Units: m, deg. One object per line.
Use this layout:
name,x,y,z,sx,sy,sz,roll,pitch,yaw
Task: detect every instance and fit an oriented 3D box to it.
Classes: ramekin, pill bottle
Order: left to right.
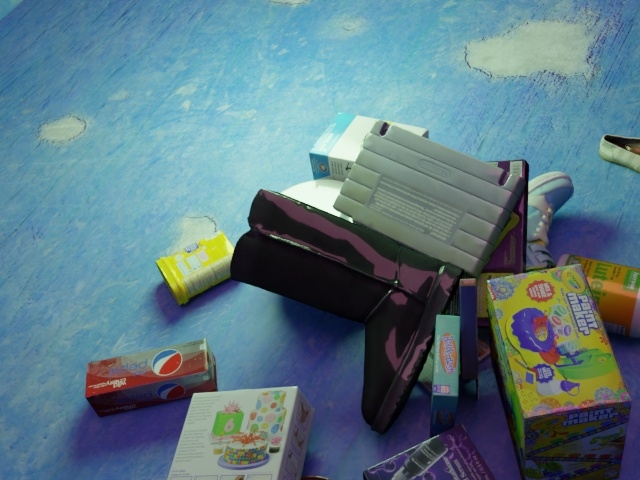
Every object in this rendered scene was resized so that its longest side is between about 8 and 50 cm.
ramekin,0.000,0.000,2.015,0.273,0.127,0.272,-7,48,8
pill bottle,0.588,0.115,1.775,0.246,0.136,0.136,12,54,22

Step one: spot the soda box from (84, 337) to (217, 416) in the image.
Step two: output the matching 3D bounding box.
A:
soda box,-0.353,0.288,1.875,0.263,0.083,0.092,-12,48,3

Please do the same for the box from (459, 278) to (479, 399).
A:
box,0.285,0.192,1.718,0.037,0.136,0.225,-2,80,8

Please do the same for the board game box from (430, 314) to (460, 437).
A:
board game box,0.232,0.258,1.670,0.047,0.210,0.160,3,58,7

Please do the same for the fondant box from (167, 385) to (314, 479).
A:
fondant box,-0.160,0.440,1.659,0.238,0.096,0.330,-8,48,25

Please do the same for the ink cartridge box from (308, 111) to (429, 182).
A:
ink cartridge box,0.122,-0.169,2.095,0.233,0.171,0.168,14,48,24

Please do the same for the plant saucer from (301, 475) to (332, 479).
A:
plant saucer,-0.023,0.527,1.626,0.199,0.036,0.198,-7,49,8

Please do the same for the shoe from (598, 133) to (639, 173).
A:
shoe,0.748,-0.194,2.059,0.219,0.058,0.076,20,57,27

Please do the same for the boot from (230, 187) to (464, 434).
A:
boot,0.010,0.130,1.787,0.445,0.146,0.367,23,79,14

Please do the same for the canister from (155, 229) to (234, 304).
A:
canister,-0.277,0.060,2.063,0.170,0.073,0.126,-28,50,-13

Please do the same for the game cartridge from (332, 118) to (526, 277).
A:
game cartridge,0.218,-0.089,1.861,0.355,0.068,0.230,27,95,28

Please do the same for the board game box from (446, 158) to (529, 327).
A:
board game box,0.321,0.008,1.846,0.208,0.056,0.346,0,78,23

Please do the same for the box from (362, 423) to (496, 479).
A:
box,0.201,0.451,1.592,0.207,0.108,0.153,-24,49,-9

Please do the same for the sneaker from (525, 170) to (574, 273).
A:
sneaker,0.467,0.000,1.915,0.319,0.127,0.208,-39,50,-8

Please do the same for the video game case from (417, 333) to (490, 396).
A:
video game case,0.255,0.234,1.830,0.166,0.015,0.119,-33,50,-15

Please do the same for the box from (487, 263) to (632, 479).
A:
box,0.418,0.248,1.605,0.177,0.279,0.290,-10,48,4
